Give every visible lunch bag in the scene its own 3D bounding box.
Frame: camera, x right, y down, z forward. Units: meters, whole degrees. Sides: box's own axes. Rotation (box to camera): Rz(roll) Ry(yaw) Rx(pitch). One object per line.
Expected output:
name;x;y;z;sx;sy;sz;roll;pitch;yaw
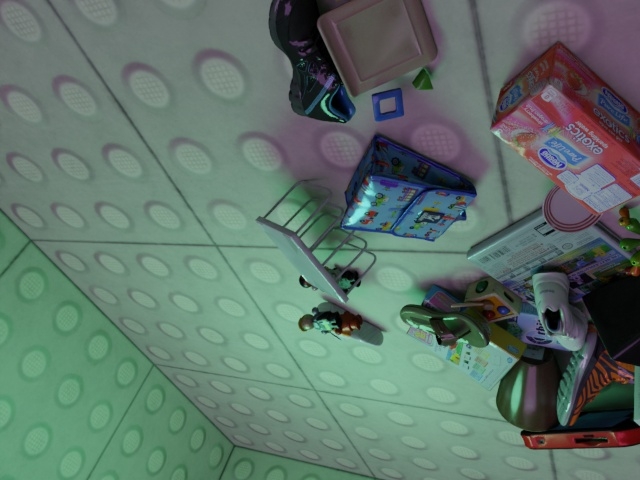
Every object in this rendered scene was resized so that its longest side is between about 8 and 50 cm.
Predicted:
lunch bag;0.225;-0.103;1.424;0.293;0.138;0.221;15;144;-9

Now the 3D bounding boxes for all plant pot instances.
plant pot;0.658;0.430;1.784;0.215;0.215;0.230;6;125;24
plant pot;0.784;0.179;1.373;0.187;0.188;0.167;16;132;-22

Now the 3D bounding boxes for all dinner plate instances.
dinner plate;0.565;-0.083;1.281;0.141;0.017;0.141;1;116;2

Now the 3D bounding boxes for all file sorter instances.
file sorter;0.000;0.000;1.579;0.193;0.173;0.278;25;157;53

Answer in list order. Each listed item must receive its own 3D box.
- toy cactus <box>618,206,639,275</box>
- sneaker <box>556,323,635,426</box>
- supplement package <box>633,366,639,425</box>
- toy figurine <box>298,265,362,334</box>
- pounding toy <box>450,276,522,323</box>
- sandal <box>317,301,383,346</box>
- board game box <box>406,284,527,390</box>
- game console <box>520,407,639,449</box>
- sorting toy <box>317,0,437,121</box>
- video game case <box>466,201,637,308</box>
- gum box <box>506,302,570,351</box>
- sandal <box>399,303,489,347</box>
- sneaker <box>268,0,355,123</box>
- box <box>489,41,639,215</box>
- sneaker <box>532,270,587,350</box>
toy cactus;0.749;-0.011;1.260;0.180;0.112;0.219;-13;128;14
sneaker;0.794;0.402;1.622;0.180;0.124;0.321;14;110;6
supplement package;0.953;0.378;1.472;0.198;0.263;0.199;38;142;-20
toy figurine;0.024;0.188;1.783;0.148;0.213;0.209;-8;170;30
pounding toy;0.469;0.171;1.624;0.141;0.100;0.130;39;141;-19
sandal;0.092;0.313;2.017;0.265;0.102;0.076;28;141;-9
board game box;0.437;0.302;1.765;0.316;0.064;0.242;34;147;16
game console;0.861;0.575;1.796;0.342;0.060;0.386;-6;168;-42
sorting toy;0.111;-0.398;1.116;0.196;0.047;0.348;-24;129;9
video game case;0.594;0.051;1.460;0.300;0.036;0.329;34;142;-13
gum box;0.643;0.251;1.677;0.184;0.041;0.157;9;142;21
sandal;0.352;0.265;1.670;0.302;0.086;0.120;6;133;45
sneaker;-0.003;-0.380;1.168;0.139;0.125;0.341;25;157;26
box;0.494;-0.205;1.101;0.300;0.142;0.154;34;143;-13
sneaker;0.619;0.209;1.503;0.111;0.129;0.297;-12;132;36
